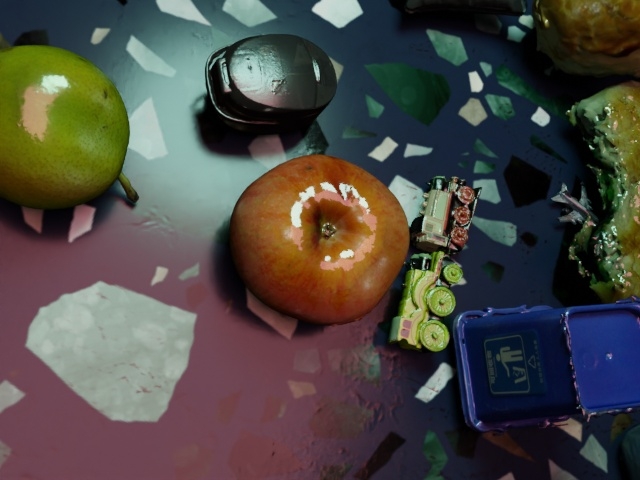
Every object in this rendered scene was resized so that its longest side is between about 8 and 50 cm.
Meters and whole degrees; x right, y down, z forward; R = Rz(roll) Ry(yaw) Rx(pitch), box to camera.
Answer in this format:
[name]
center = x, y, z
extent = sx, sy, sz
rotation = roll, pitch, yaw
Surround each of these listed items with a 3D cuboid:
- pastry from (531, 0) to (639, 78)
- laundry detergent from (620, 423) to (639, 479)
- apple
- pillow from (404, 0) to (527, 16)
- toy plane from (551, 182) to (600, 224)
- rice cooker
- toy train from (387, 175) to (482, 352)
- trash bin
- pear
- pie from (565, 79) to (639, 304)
[pastry]
center = 0.429, -0.316, 0.989
extent = 0.237, 0.256, 0.170
rotation = -4, 94, -63
[laundry detergent]
center = 0.505, 0.386, 0.939
extent = 0.143, 0.094, 0.290
rotation = -10, 83, -26
[apple]
center = 0.000, 0.000, 0.823
extent = 0.209, 0.164, 0.209
rotation = 3, 77, -15
[pillow]
center = 0.199, -0.443, 1.029
extent = 0.186, 0.106, 0.250
rotation = -3, 75, -11
[toy plane]
center = 0.377, -0.045, 1.029
extent = 0.083, 0.031, 0.078
rotation = 44, 68, -4
[rice cooker]
center = -0.063, -0.193, 0.883
extent = 0.165, 0.106, 0.112
rotation = -8, 79, -16
[toy train]
center = 0.151, 0.026, 0.927
extent = 0.085, 0.053, 0.249
rotation = 19, 71, -7
[trash bin]
center = 0.286, 0.146, 0.842
extent = 0.184, 0.234, 0.162
rotation = -3, 77, -18
[pear]
center = -0.278, -0.113, 0.772
extent = 0.216, 0.166, 0.180
rotation = 29, 55, -37
[pie]
center = 0.479, -0.054, 1.021
extent = 0.296, 0.078, 0.371
rotation = 16, 69, -22
